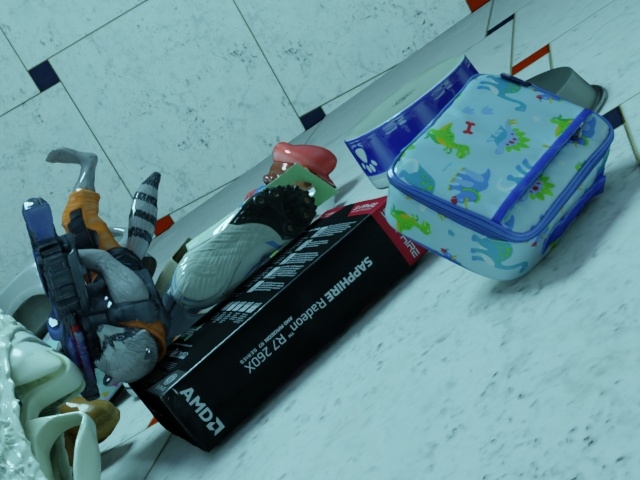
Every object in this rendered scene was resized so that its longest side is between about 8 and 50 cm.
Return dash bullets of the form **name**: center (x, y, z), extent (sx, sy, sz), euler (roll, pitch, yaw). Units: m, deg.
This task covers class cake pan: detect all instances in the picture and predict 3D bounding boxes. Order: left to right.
- **cake pan**: center (0.254, -0.148, 1.342), extent (0.293, 0.054, 0.293), euler (-35, 12, 8)

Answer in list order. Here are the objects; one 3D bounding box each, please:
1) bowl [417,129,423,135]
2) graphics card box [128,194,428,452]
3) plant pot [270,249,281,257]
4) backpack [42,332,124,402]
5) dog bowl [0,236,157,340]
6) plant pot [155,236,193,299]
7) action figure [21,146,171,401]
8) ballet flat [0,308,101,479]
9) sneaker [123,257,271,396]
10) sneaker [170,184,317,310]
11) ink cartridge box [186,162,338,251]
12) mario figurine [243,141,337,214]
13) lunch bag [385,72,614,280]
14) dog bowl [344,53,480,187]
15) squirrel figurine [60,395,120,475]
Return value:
- **bowl**: center (0.182, -0.061, 1.081), extent (0.170, 0.170, 0.080), euler (-44, -31, -31)
- **graphics card box**: center (-0.058, 0.096, 1.206), extent (0.371, 0.094, 0.233), euler (-40, 11, -19)
- **plant pot**: center (-0.085, 0.047, 1.544), extent (0.079, 0.083, 0.083), euler (-11, 25, 37)
- **backpack**: center (-0.392, 0.206, 1.603), extent (0.188, 0.144, 0.166), euler (-59, 30, -7)
- **dog bowl**: center (-0.477, 0.111, 1.815), extent (0.349, 0.102, 0.349), euler (-40, -10, -9)
- **plant pot**: center (-0.259, 0.079, 1.864), extent (0.096, 0.109, 0.109), euler (-45, 7, 24)
- **action figure**: center (-0.264, 0.026, 1.205), extent (0.178, 0.330, 0.341), euler (-11, -37, -11)
- **ballet flat**: center (-0.324, 0.216, 1.114), extent (0.147, 0.147, 0.409), euler (-35, 48, 9)
- **sneaker**: center (-0.203, 0.112, 1.498), extent (0.321, 0.127, 0.126), euler (-36, 12, 13)
- **sneaker**: center (-0.104, 0.006, 1.280), extent (0.237, 0.085, 0.086), euler (-38, 0, -24)
- **ink cartridge box**: center (-0.086, -0.019, 1.615), extent (0.235, 0.056, 0.171), euler (-34, -25, 14)
- **mario figurine**: center (-0.075, -0.045, 1.840), extent (0.320, 0.198, 0.170), euler (-47, -28, -13)
- **lunch bag**: center (0.185, -0.069, 0.973), extent (0.219, 0.176, 0.090), euler (-43, -29, -32)
- **dog bowl**: center (0.174, -0.211, 1.698), extent (0.265, 0.104, 0.265), euler (-35, 11, 8)
- **squirrel figurine**: center (-0.519, 0.360, 1.278), extent (0.397, 0.281, 0.370), euler (-45, 13, 43)
